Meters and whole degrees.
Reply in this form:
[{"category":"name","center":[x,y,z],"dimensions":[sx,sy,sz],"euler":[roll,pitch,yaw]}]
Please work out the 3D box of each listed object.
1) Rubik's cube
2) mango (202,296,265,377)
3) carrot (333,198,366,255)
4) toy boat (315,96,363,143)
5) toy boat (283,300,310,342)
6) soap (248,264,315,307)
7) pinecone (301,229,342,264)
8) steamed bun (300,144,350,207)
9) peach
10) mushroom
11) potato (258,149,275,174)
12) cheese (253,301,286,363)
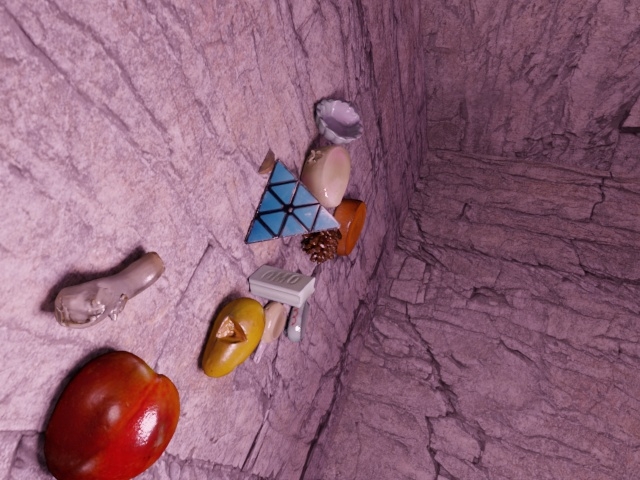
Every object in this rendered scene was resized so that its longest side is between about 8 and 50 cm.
[{"category":"Rubik's cube","center":[-0.110,-0.086,1.607],"dimensions":[0.233,0.229,0.228],"euler":[29,26,-32]},{"category":"mango","center":[-0.263,0.293,1.450],"dimensions":[0.261,0.130,0.167],"euler":[-65,151,-18]},{"category":"carrot","center":[0.137,-0.059,2.316],"dimensions":[0.258,0.100,0.307],"euler":[-53,150,-42]},{"category":"toy boat","center":[0.065,-0.450,1.832],"dimensions":[0.100,0.199,0.290],"euler":[-46,-171,42]},{"category":"toy boat","center":[-0.098,0.323,1.989],"dimensions":[0.134,0.079,0.207],"euler":[83,16,-58]},{"category":"soap","center":[-0.131,0.150,1.600],"dimensions":[0.119,0.198,0.066],"euler":[-42,139,-56]},{"category":"pinecone","center":[0.004,-0.001,1.926],"dimensions":[0.179,0.150,0.195],"euler":[-20,121,-66]},{"category":"steamed bun","center":[0.005,-0.244,1.787],"dimensions":[0.153,0.170,0.238],"euler":[28,72,-45]},{"category":"peach","center":[-0.431,0.385,1.002],"dimensions":[0.248,0.245,0.274],"euler":[46,66,-33]},{"category":"mushroom","center":[-0.423,0.098,0.982],"dimensions":[0.278,0.099,0.096],"euler":[-41,152,-64]},{"category":"potato","center":[-0.160,-0.243,1.524],"dimensions":[0.037,0.036,0.093],"euler":[62,44,-55]},{"category":"cheese","center":[-0.193,0.336,1.744],"dimensions":[0.227,0.065,0.137],"euler":[-67,156,-22]}]
